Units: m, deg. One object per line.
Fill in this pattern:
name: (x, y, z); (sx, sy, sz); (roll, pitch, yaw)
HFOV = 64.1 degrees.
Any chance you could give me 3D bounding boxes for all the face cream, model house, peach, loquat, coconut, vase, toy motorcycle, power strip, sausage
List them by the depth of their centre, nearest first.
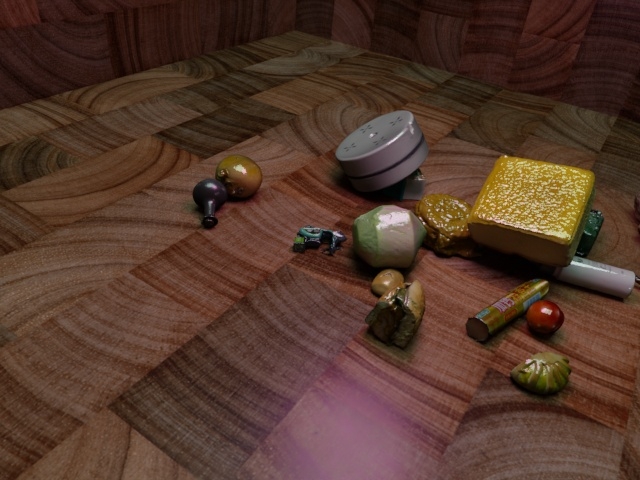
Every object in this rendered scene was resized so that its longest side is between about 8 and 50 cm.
peach: (0.634, 0.212, 1.441); (0.100, 0.101, 0.101); (4, 36, -3)
sausage: (0.566, 0.187, 1.485); (0.371, 0.082, 0.082); (-22, 44, -34)
coconut: (0.220, -0.013, 1.600); (0.235, 0.236, 0.205); (-1, 53, -10)
face cream: (0.822, 0.099, 1.634); (0.311, 0.092, 0.092); (15, 37, 14)
toy motorcycle: (0.000, 0.000, 1.676); (0.173, 0.058, 0.100); (4, 43, -1)
vase: (-0.381, -0.126, 1.755); (0.120, 0.120, 0.183); (0, 50, -9)
loquat: (-0.303, -0.233, 1.860); (0.172, 0.150, 0.204); (31, 20, 21)
power strip: (0.230, -0.344, 1.982); (0.357, 0.162, 0.358); (-26, 27, 15)
model house: (0.321, -0.226, 1.999); (0.148, 0.101, 0.127); (-3, 36, -10)

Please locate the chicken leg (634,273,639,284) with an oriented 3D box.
chicken leg: (1.093, 0.157, 1.628); (0.218, 0.048, 0.089); (13, 33, 9)

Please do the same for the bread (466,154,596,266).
bread: (0.671, -0.105, 1.621); (0.323, 0.143, 0.333); (19, 58, 29)

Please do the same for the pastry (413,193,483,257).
pastry: (0.433, -0.058, 1.755); (0.239, 0.132, 0.235); (4, 35, -2)

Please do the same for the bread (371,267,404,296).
bread: (0.204, 0.121, 1.537); (0.082, 0.056, 0.115); (26, 40, 24)

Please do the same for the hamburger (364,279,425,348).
hamburger: (0.238, 0.178, 1.391); (0.135, 0.155, 0.207); (44, 37, 11)

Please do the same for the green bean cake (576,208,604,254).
green bean cake: (0.903, -0.054, 1.844); (0.193, 0.107, 0.208); (26, 42, 24)

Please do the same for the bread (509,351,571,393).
bread: (0.558, 0.338, 1.281); (0.156, 0.083, 0.095); (7, 48, -1)

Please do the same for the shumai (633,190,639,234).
shumai: (1.312, -0.049, 1.897); (0.346, 0.217, 0.283); (25, 71, 45)
